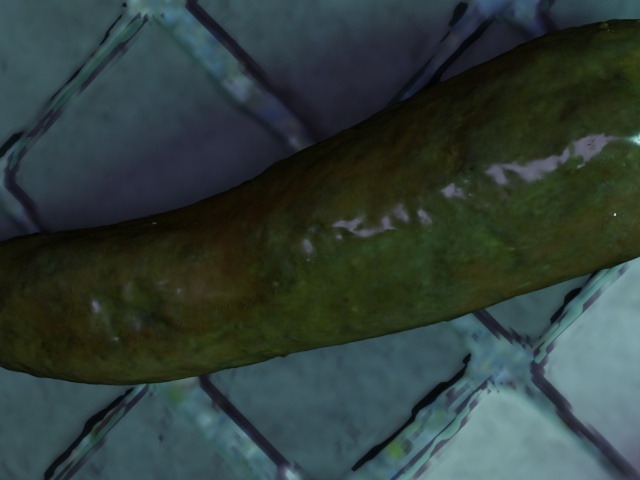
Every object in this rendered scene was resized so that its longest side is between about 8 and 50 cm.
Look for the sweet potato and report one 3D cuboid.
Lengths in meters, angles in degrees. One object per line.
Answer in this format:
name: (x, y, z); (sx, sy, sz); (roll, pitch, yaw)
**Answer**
sweet potato: (0.000, 0.000, 0.485); (0.273, 0.075, 0.075); (-18, 93, 17)
